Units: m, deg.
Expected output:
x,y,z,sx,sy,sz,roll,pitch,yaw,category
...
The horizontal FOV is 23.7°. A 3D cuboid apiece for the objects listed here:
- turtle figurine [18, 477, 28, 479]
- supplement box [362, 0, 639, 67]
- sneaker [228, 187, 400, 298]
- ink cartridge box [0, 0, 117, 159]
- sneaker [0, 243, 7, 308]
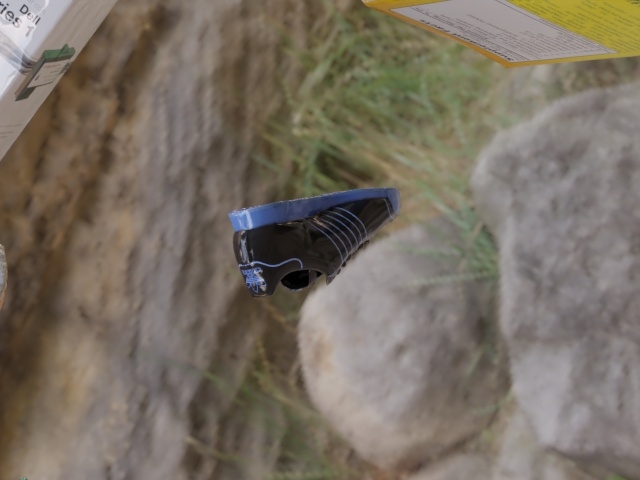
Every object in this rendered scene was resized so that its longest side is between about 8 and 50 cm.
x,y,z,sx,sy,sz,roll,pitch,yaw,category
-0.258,0.368,1.737,0.118,0.234,0.175,-56,23,0,turtle figurine
0.230,-0.285,1.365,0.356,0.194,0.195,4,78,57,supplement box
0.000,0.000,1.525,0.081,0.232,0.090,-8,92,44,sneaker
-0.308,-0.194,1.372,0.219,0.160,0.092,-51,-9,16,ink cartridge box
-0.274,0.092,1.037,0.083,0.084,0.215,89,-159,-64,sneaker
